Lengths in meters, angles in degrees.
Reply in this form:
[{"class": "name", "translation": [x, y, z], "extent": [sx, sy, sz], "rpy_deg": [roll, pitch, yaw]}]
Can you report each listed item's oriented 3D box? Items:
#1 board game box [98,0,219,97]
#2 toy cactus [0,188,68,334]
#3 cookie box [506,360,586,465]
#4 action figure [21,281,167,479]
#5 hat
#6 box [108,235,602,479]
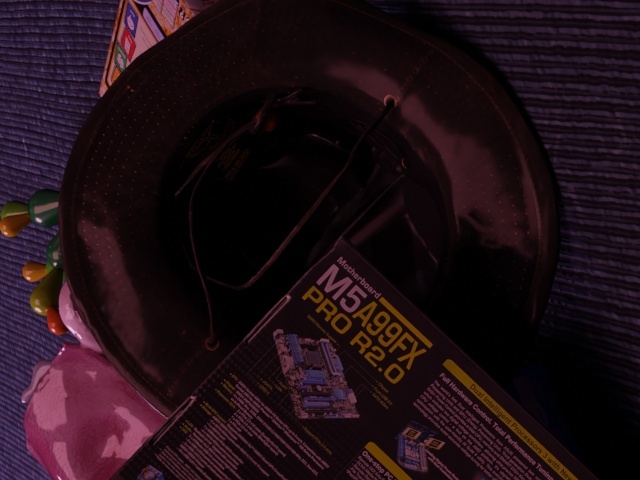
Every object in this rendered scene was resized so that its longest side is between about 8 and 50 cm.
[{"class": "board game box", "translation": [-0.122, -0.143, 1.352], "extent": [0.146, 0.045, 0.193], "rpy_deg": [59, 146, 28]}, {"class": "toy cactus", "translation": [-0.225, -0.006, 1.559], "extent": [0.219, 0.112, 0.180], "rpy_deg": [45, 119, 47]}, {"class": "cookie box", "translation": [0.119, 0.139, 1.056], "extent": [0.107, 0.040, 0.091], "rpy_deg": [-43, 65, 58]}, {"class": "action figure", "translation": [-0.077, 0.230, 1.285], "extent": [0.370, 0.248, 0.275], "rpy_deg": [47, 125, 43]}, {"class": "hat", "translation": [0.000, 0.000, 1.082], "extent": [0.331, 0.331, 0.134], "rpy_deg": [68, -170, 15]}, {"class": "box", "translation": [0.037, 0.166, 0.947], "extent": [0.270, 0.216, 0.060], "rpy_deg": [43, 178, 4]}]
